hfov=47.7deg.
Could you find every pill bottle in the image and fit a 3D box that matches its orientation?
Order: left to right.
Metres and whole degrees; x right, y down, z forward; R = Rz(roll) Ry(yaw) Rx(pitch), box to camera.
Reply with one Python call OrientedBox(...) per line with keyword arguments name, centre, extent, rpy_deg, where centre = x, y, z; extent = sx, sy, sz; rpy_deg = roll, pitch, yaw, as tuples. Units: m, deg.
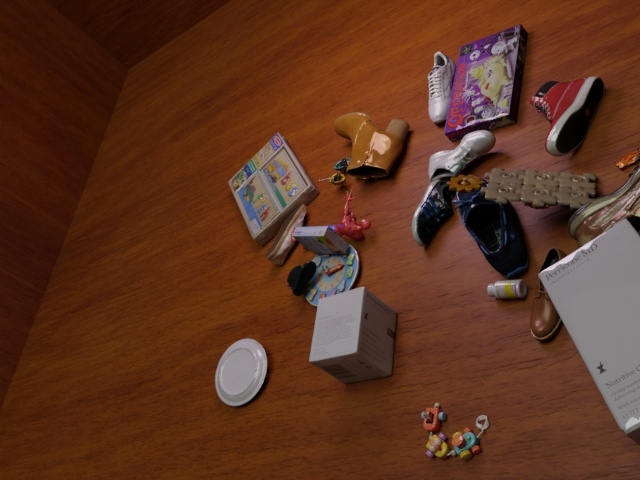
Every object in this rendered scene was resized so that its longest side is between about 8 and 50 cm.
OrientedBox(name="pill bottle", centre=(0.428, 0.113, 1.664), extent=(0.083, 0.043, 0.043), rpy_deg=(-7, 55, 43))

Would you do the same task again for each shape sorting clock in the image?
OrientedBox(name="shape sorting clock", centre=(0.028, 0.097, 2.095), extent=(0.206, 0.040, 0.206), rpy_deg=(-27, 43, 28))

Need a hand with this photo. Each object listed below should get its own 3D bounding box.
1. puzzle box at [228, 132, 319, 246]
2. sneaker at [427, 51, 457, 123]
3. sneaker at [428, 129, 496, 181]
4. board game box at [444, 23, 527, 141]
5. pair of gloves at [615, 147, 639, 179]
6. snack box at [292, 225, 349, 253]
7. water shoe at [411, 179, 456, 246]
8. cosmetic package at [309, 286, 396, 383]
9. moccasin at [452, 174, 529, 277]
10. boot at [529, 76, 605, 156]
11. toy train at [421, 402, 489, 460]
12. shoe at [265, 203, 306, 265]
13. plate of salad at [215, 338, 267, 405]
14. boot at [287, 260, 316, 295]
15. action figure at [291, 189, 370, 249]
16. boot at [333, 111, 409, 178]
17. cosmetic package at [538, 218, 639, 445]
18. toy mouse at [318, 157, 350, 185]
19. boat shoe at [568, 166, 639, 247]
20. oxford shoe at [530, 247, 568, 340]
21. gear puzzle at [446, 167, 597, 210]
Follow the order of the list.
OrientedBox(name="puzzle box", centre=(-0.173, -0.188, 2.533), extent=(0.272, 0.052, 0.409), rpy_deg=(-43, 37, 9))
OrientedBox(name="sneaker", centre=(0.356, -0.456, 2.177), extent=(0.090, 0.095, 0.235), rpy_deg=(-12, 53, 38))
OrientedBox(name="sneaker", centre=(0.381, -0.218, 1.957), extent=(0.212, 0.080, 0.094), rpy_deg=(-29, 30, 42))
OrientedBox(name="board game box", centre=(0.479, -0.456, 2.090), extent=(0.208, 0.056, 0.346), rpy_deg=(-16, 49, 43))
OrientedBox(name="pair of gloves", centre=(0.717, -0.171, 1.633), extent=(0.074, 0.010, 0.083), rpy_deg=(-37, 42, 16))
OrientedBox(name="snack box", centre=(0.000, 0.000, 2.094), extent=(0.141, 0.100, 0.037), rpy_deg=(1, 57, 48))
OrientedBox(name="water shoe", centre=(0.306, -0.078, 1.928), extent=(0.080, 0.073, 0.203), rpy_deg=(0, 60, 43))
OrientedBox(name="cosmetic package", centre=(0.085, 0.241, 1.823), extent=(0.152, 0.151, 0.183), rpy_deg=(-18, 49, 36))
OrientedBox(name="moccasin", centre=(0.412, -0.063, 1.767), extent=(0.138, 0.117, 0.342), rpy_deg=(-40, 38, 15))
OrientedBox(name="boot", centre=(0.585, -0.310, 1.827), extent=(0.176, 0.088, 0.244), rpy_deg=(9, 59, 50))
OrientedBox(name="toy train", centre=(0.276, 0.410, 1.569), extent=(0.166, 0.046, 0.125), rpy_deg=(-6, 56, 44))
OrientedBox(name="shoe", centre=(-0.099, -0.018, 2.319), extent=(0.219, 0.058, 0.077), rpy_deg=(-59, 17, -16))
OrientedBox(name="plate of salad", centre=(-0.227, 0.385, 2.112), extent=(0.200, 0.048, 0.199), rpy_deg=(-18, 58, 31))
OrientedBox(name="boot", centre=(-0.057, 0.099, 2.135), extent=(0.121, 0.045, 0.099), rpy_deg=(-63, 19, 14))
OrientedBox(name="action figure", centre=(0.044, -0.059, 2.165), extent=(0.281, 0.091, 0.139), rpy_deg=(-7, 64, 43))
OrientedBox(name="boot", centre=(0.120, -0.290, 2.253), extent=(0.295, 0.104, 0.211), rpy_deg=(9, 57, 38))
OrientedBox(name="cosmetic package", centre=(0.595, 0.171, 1.351), extent=(0.217, 0.156, 0.384), rpy_deg=(-38, 40, 19))
OrientedBox(name="toy mouse", centre=(0.094, -0.226, 2.301), extent=(0.161, 0.031, 0.143), rpy_deg=(9, 55, 43))
OrientedBox(name="boat shoe", centre=(0.681, -0.068, 1.508), extent=(0.324, 0.123, 0.119), rpy_deg=(-40, 43, 27))
OrientedBox(name="oxford shoe", centre=(0.490, 0.113, 1.575), extent=(0.076, 0.076, 0.212), rpy_deg=(-2, 60, 43))
OrientedBox(name="gear puzzle", centre=(0.463, -0.112, 1.686), extent=(0.339, 0.044, 0.175), rpy_deg=(5, 32, 18))
